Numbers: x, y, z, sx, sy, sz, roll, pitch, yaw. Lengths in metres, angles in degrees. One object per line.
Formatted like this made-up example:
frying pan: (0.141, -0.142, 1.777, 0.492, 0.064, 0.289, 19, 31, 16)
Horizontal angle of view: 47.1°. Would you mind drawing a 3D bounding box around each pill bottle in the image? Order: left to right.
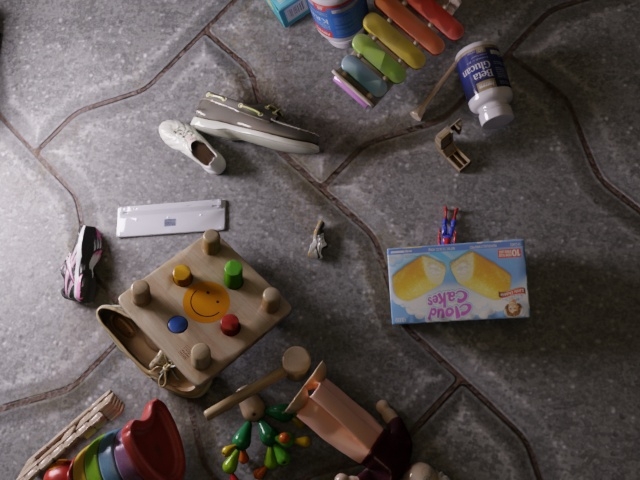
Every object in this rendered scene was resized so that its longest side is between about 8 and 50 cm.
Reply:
pill bottle: (0.039, -0.505, 1.577, 0.124, 0.221, 0.124, -3, 75, 10)
pill bottle: (0.349, -0.323, 1.539, 0.094, 0.094, 0.170, -15, 74, 6)

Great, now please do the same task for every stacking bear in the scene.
stacking bear: (-0.430, 0.463, 1.458, 0.289, 0.175, 0.164, -27, 94, 13)

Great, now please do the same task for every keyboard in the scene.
keyboard: (-0.336, -0.049, 1.643, 0.255, 0.014, 0.072, -4, 80, 10)

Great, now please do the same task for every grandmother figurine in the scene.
grandmother figurine: (0.097, 0.388, 1.380, 0.342, 0.104, 0.208, 36, 60, 6)

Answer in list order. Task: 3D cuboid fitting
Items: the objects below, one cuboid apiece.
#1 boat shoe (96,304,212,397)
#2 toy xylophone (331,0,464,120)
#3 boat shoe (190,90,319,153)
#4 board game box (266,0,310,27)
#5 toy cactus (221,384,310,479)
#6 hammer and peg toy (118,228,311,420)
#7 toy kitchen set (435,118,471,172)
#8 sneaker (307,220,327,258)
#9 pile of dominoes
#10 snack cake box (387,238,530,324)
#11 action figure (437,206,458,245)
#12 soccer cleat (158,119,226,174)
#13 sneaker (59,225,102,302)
boat shoe: (-0.353, 0.232, 1.532, 0.285, 0.089, 0.105, 31, 83, 16)
toy xylophone: (0.182, -0.407, 1.566, 0.236, 0.081, 0.323, 32, 85, -3)
boat shoe: (-0.138, -0.258, 1.607, 0.304, 0.109, 0.091, 15, 84, 18)
board game box: (-0.070, -0.704, 1.723, 0.253, 0.079, 0.336, -33, 72, 0)
toy cactus: (-0.121, 0.371, 1.457, 0.219, 0.112, 0.181, -39, 63, 8)
hammer and peg toy: (-0.197, 0.168, 1.456, 0.266, 0.127, 0.361, -37, 70, -27)
toy kitchen set: (0.289, -0.201, 1.525, 0.068, 0.083, 0.075, -41, 73, -1)
sneaker: (0.000, 0.000, 1.560, 0.036, 0.032, 0.083, 15, 84, 0)
pile of dominoes: (-0.505, 0.412, 1.477, 0.251, 0.196, 0.040, -41, 101, -1)
snack cake box: (0.269, 0.084, 1.443, 0.264, 0.089, 0.152, -5, 84, 9)
action figure: (0.262, -0.012, 1.513, 0.038, 0.030, 0.115, 7, 80, 9)
soccer cleat: (-0.289, -0.218, 1.641, 0.196, 0.076, 0.068, 37, 85, 17)
sneaker: (-0.542, 0.049, 1.627, 0.077, 0.072, 0.178, -3, 69, 21)
